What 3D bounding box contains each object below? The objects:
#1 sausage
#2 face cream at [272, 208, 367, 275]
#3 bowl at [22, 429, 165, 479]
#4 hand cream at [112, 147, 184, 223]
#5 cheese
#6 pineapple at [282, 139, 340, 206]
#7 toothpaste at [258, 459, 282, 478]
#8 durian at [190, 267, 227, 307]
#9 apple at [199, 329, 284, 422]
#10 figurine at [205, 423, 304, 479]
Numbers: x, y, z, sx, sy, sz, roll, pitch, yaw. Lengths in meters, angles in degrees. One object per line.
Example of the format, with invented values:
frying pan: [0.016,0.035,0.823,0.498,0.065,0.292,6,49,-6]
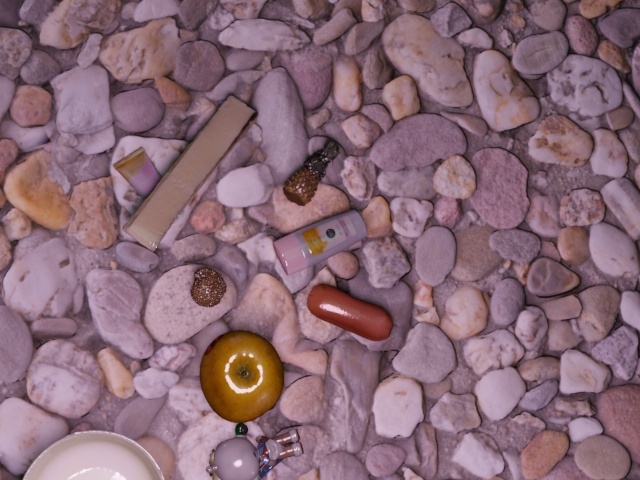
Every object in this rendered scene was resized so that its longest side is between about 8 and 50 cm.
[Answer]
sausage: [0.063,0.154,1.955,0.194,0.077,0.077,23,75,-6]
face cream: [0.000,0.000,1.981,0.198,0.057,0.084,-25,83,-15]
bowl: [-0.428,0.500,1.755,0.277,0.145,0.277,2,77,-9]
hand cream: [-0.358,-0.111,1.949,0.076,0.047,0.174,-35,79,-17]
cheese: [-0.268,-0.150,1.942,0.085,0.034,0.400,32,64,3]
pineapple: [-0.015,-0.150,2.006,0.074,0.074,0.159,36,70,-2]
toothpaste: [-0.108,0.461,1.887,0.083,0.019,0.027,-42,64,-16]
durian: [-0.236,0.096,1.906,0.080,0.080,0.091,-58,136,-15]
apple: [-0.157,0.269,1.845,0.182,0.155,0.182,4,74,-13]
figurine: [-0.133,0.433,1.847,0.197,0.093,0.147,-15,73,-10]
